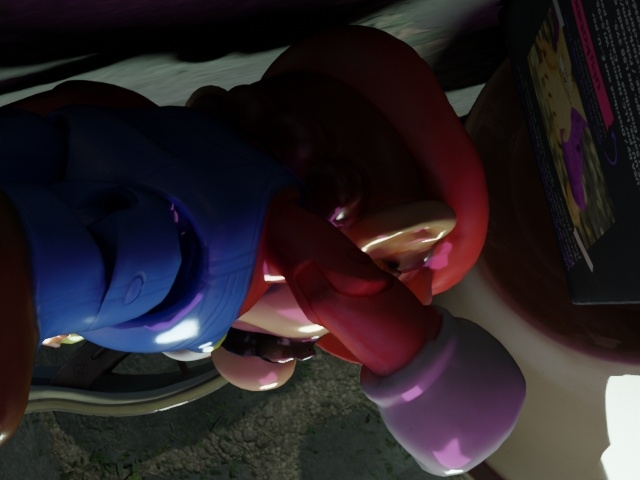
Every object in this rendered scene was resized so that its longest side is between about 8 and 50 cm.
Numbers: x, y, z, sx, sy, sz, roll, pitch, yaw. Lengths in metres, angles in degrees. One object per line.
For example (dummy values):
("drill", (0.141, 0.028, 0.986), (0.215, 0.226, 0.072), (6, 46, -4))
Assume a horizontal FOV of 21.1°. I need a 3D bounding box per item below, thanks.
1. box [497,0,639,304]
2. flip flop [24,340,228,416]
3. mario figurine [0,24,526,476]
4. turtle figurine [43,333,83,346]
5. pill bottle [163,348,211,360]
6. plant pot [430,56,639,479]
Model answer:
("box", (0.176, -0.062, 0.643), (0.165, 0.143, 0.270), (-15, 179, -2))
("flip flop", (-0.210, 0.117, 1.620), (0.277, 0.080, 0.112), (-1, -175, 8))
("mario figurine", (-0.054, 0.021, 0.631), (0.170, 0.198, 0.320), (-32, 164, 35))
("turtle figurine", (-0.185, 0.034, 0.834), (0.269, 0.087, 0.217), (5, 169, -41))
("pill bottle", (-0.023, 0.004, 1.240), (0.221, 0.124, 0.124), (-14, 177, -37))
("plant pot", (0.184, 0.004, 0.938), (0.323, 0.323, 0.280), (-16, 160, 7))
